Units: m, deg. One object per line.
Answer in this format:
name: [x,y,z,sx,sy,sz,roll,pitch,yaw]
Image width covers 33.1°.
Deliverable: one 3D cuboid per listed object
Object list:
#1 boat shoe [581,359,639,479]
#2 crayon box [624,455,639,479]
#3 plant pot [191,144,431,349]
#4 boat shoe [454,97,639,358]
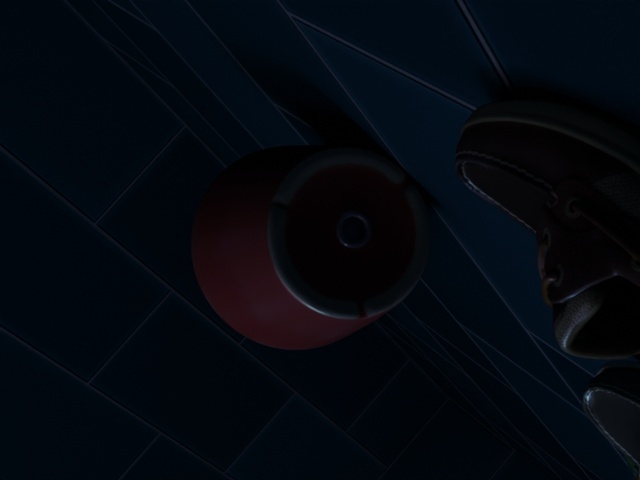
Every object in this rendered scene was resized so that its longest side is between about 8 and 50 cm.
boat shoe: [0.360,0.218,1.018,0.305,0.091,0.109,36,142,42]
crayon box: [0.587,0.471,1.697,0.323,0.083,0.203,39,174,30]
plant pot: [0.000,0.000,1.301,0.275,0.275,0.243,43,165,-10]
boat shoe: [0.182,0.015,0.659,0.342,0.123,0.123,36,172,46]
